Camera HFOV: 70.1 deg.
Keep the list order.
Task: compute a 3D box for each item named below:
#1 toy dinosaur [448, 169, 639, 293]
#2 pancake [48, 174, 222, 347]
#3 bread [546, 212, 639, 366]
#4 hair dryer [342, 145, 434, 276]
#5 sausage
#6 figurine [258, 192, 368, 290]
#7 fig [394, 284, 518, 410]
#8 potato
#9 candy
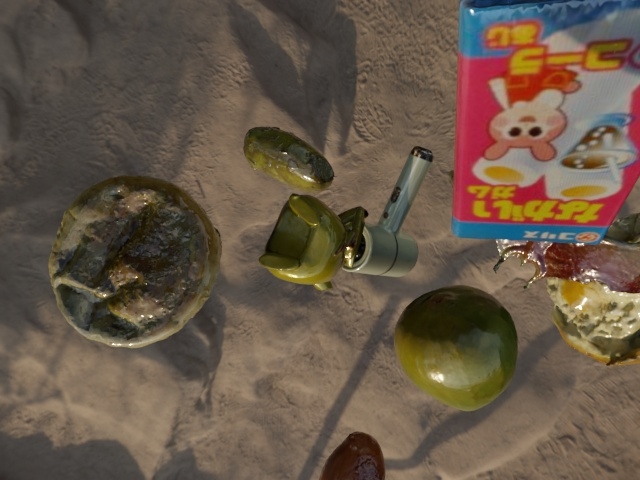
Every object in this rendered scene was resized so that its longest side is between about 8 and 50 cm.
[{"bbox_3d":[0.337,-0.025,0.695,0.328,0.113,0.206,10,114,36],"label":"toy dinosaur"},{"bbox_3d":[-0.406,0.042,0.976,0.388,0.082,0.386,0,85,4],"label":"pancake"},{"bbox_3d":[0.731,0.118,0.929,0.395,0.361,0.250,3,56,-4],"label":"bread"},{"bbox_3d":[0.188,-0.080,1.128,0.128,0.203,0.361,37,109,44],"label":"hair dryer"},{"bbox_3d":[0.036,0.363,0.642,0.089,0.089,0.179,26,80,5],"label":"sausage"},{"bbox_3d":[-0.001,0.000,0.930,0.169,0.327,0.218,29,92,5],"label":"figurine"},{"bbox_3d":[0.245,0.186,0.804,0.207,0.207,0.230,-40,125,13],"label":"fig"},{"bbox_3d":[-0.075,-0.197,1.110,0.252,0.149,0.113,22,70,10],"label":"potato"},{"bbox_3d":[0.202,-0.111,0.410,0.158,0.305,0.100,2,60,16],"label":"candy"}]
